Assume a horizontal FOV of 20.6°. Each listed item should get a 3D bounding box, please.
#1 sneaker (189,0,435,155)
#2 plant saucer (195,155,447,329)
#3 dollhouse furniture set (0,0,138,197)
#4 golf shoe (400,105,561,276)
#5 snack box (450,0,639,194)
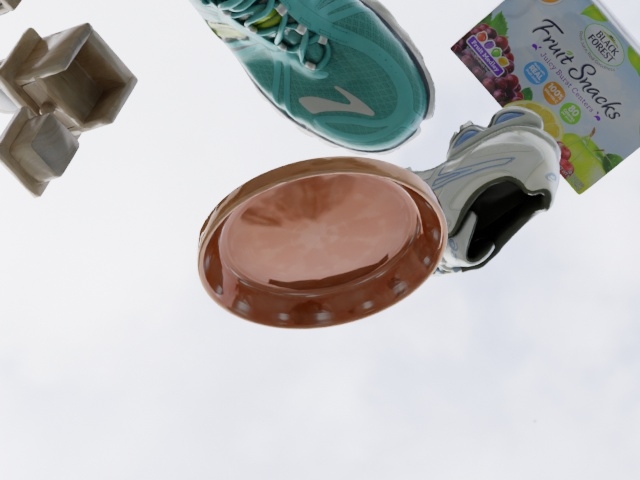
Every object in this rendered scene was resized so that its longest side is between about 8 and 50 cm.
[{"bbox_3d":[-0.041,-0.159,1.186,0.275,0.110,0.107,43,-78,4],"label":"sneaker"},{"bbox_3d":[0.000,0.000,0.581,0.083,0.083,0.013,-16,-129,5],"label":"plant saucer"},{"bbox_3d":[-0.333,-0.066,1.141,0.173,0.303,0.356,-11,-139,41],"label":"dollhouse furniture set"},{"bbox_3d":[0.066,-0.007,1.041,0.176,0.086,0.069,-38,-63,20],"label":"golf shoe"},{"bbox_3d":[0.176,-0.118,1.242,0.100,0.037,0.141,-41,-86,21],"label":"snack box"}]
